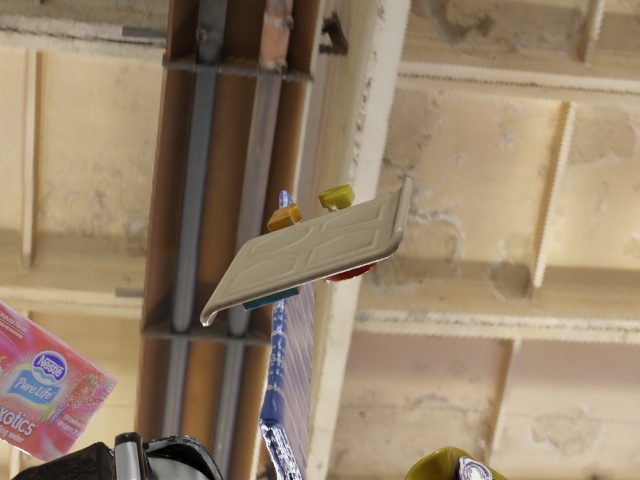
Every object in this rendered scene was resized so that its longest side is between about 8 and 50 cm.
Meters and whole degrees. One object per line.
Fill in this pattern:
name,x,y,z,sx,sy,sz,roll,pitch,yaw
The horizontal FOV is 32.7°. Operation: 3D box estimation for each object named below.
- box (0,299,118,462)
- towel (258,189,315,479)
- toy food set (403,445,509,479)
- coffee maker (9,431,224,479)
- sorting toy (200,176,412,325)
box,-0.425,0.168,1.444,0.154,0.142,0.300,-56,-32,-13
towel,-0.044,0.139,1.431,0.040,0.336,0.243,-2,-34,6
toy food set,0.188,0.301,1.151,0.218,0.128,0.071,34,-28,-20
coffee maker,-0.112,0.195,0.509,0.171,0.178,0.120,-33,-65,3
sorting toy,0.000,0.000,1.206,0.229,0.307,0.041,-22,-76,14
